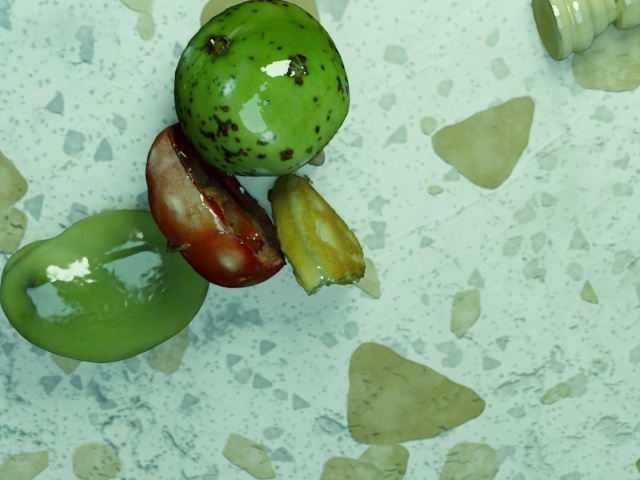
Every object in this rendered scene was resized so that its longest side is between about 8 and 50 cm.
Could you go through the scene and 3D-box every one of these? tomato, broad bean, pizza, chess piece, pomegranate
[{"bbox_3d":[-0.142,-0.029,1.458,0.101,0.228,0.228,-33,108,12],"label":"tomato"},{"bbox_3d":[-0.266,0.060,1.531,0.263,0.121,0.189,-12,101,-1],"label":"broad bean"},{"bbox_3d":[0.000,0.000,1.529,0.062,0.182,0.161,-43,148,25],"label":"pizza"},{"bbox_3d":[0.345,-0.283,1.456,0.170,0.094,0.094,-19,110,0],"label":"chess piece"},{"bbox_3d":[-0.054,-0.160,1.438,0.214,0.214,0.248,-34,144,9],"label":"pomegranate"}]
